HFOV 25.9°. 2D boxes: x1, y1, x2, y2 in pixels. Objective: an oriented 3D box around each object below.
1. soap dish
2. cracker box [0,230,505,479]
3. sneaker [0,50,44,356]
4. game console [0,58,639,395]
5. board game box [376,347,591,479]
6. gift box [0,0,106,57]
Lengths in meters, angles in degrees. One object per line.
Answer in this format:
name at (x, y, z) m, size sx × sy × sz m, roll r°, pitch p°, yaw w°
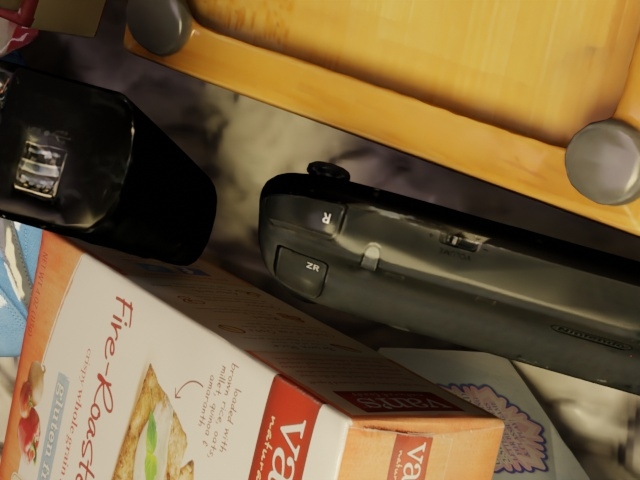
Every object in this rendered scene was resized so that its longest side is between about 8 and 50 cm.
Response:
soap dish at (0.060, -0.151, 0.409) m, size 0.229 × 0.118 × 0.290 m, roll 23°, pitch 113°, yaw 27°
cracker box at (-0.045, 0.098, 0.510) m, size 0.232 × 0.067 × 0.155 m, roll 23°, pitch 104°, yaw 53°
sneaker at (-0.140, -0.053, 0.612) m, size 0.082 × 0.069 × 0.209 m, roll -9°, pitch 91°, yaw 6°
game console at (0.000, 0.000, 0.439) m, size 0.361 × 0.213 × 0.044 m, roll 16°, pitch 88°, yaw 1°
board game box at (0.041, 0.258, 0.478) m, size 0.318 × 0.066 × 0.318 m, roll -63°, pitch 37°, yaw 28°
gift box at (-0.195, -0.203, 0.476) m, size 0.255 × 0.258 × 0.276 m, roll 30°, pitch 105°, yaw 23°
